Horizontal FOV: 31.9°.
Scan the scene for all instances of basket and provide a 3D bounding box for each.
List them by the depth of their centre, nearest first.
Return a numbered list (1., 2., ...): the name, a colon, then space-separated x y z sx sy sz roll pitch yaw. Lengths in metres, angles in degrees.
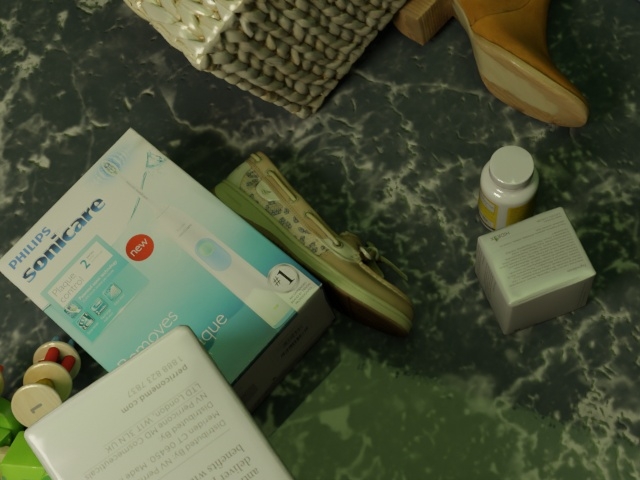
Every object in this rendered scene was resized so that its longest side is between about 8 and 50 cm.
1. basket: -0.094 -0.354 1.256 0.331 0.328 0.266 44 101 20

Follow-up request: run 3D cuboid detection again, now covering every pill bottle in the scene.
1. pill bottle: 0.208 -0.057 1.239 0.065 0.116 0.065 -2 67 5

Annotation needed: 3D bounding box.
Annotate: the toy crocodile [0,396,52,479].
1. toy crocodile: -0.308 0.243 1.174 0.340 0.105 0.115 8 26 10

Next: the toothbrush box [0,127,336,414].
1. toothbrush box: -0.165 0.056 1.221 0.295 0.126 0.216 39 79 21

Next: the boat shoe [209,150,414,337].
1. boat shoe: 0.000 0.000 1.242 0.285 0.104 0.089 37 77 20

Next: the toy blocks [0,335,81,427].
1. toy blocks: -0.323 0.143 1.198 0.123 0.148 0.054 1 110 -2

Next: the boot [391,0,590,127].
1. boot: 0.249 -0.282 1.342 0.295 0.104 0.211 36 75 23

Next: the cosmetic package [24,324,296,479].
1. cosmetic package: -0.055 0.306 0.975 0.161 0.230 0.453 -34 87 -11

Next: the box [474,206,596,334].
1. box: 0.229 0.034 1.205 0.102 0.101 0.087 -19 66 -3
